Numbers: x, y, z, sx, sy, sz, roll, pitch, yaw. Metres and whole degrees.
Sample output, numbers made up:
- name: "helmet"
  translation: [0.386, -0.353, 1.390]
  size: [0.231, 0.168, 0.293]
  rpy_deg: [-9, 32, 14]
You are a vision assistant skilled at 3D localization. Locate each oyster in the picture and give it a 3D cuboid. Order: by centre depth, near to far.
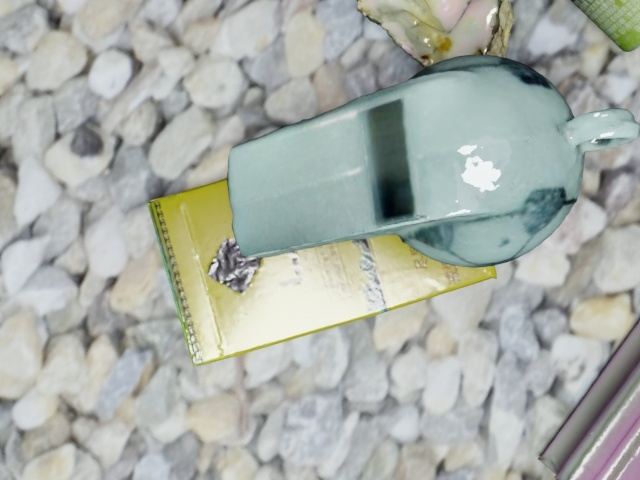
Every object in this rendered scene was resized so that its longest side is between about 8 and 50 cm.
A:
- name: "oyster"
  translation: [0.105, -0.225, 0.497]
  size: [0.133, 0.072, 0.209]
  rpy_deg: [-44, 70, 16]

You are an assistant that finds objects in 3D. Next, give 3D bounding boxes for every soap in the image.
- name: "soap"
  translation: [0.298, 0.151, 0.483]
  size: [0.122, 0.065, 0.203]
  rpy_deg: [36, 90, 2]

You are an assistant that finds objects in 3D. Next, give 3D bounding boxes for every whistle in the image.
- name: "whistle"
  translation: [0.081, -0.051, 0.432]
  size: [0.289, 0.163, 0.164]
  rpy_deg: [-10, 89, 39]

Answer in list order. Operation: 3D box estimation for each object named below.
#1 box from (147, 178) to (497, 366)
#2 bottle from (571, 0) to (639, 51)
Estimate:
- name: "box"
  translation: [0.001, 0.000, 0.506]
  size: [0.278, 0.041, 0.153]
  rpy_deg: [-17, 88, 1]
- name: "bottle"
  translation: [0.179, -0.307, 0.479]
  size: [0.093, 0.093, 0.330]
  rpy_deg: [-45, 89, 1]
